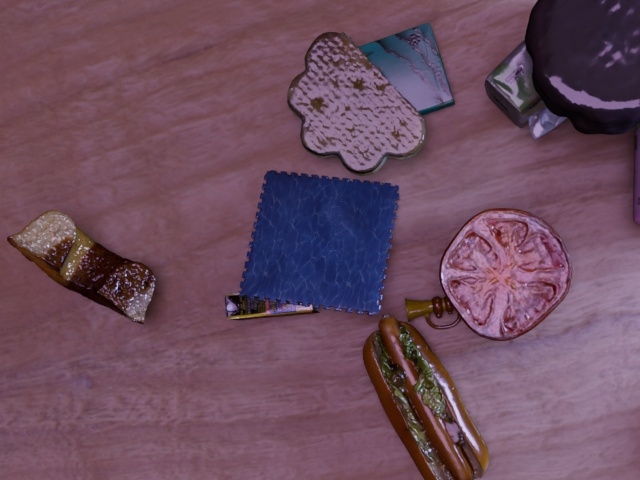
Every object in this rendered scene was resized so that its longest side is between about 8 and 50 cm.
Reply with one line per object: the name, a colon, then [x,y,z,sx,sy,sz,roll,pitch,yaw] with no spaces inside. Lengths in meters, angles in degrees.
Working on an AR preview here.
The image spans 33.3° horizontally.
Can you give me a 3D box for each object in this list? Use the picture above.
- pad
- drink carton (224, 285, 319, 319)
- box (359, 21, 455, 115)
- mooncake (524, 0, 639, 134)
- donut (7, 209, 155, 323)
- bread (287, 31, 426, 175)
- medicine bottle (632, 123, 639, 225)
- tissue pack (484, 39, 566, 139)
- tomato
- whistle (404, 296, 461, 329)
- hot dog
pad: [0.000,0.000,1.980,0.269,0.012,0.270,6,67,10]
drink carton: [-0.090,0.116,1.997,0.165,0.071,0.056,-6,80,9]
box: [0.122,-0.296,2.009,0.226,0.042,0.161,-18,83,9]
mooncake: [0.475,-0.313,1.742,0.283,0.141,0.283,-1,85,9]
donut: [-0.441,0.049,2.041,0.295,0.151,0.112,36,75,-7]
bread: [0.049,-0.236,1.969,0.207,0.056,0.286,-39,81,4]
medicine bottle: [0.630,-0.168,1.836,0.178,0.178,0.291,2,86,11]
tissue pack: [0.422,-0.302,1.896,0.229,0.159,0.145,-44,79,4]
tomato: [0.328,0.063,1.914,0.236,0.095,0.237,-1,83,7]
whistle: [0.210,0.130,1.957,0.109,0.046,0.057,-3,70,4]
hot dog: [0.179,0.288,1.917,0.135,0.100,0.337,-29,81,8]
